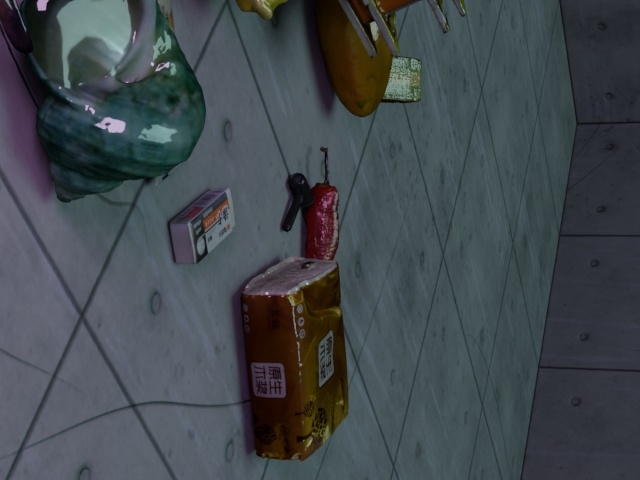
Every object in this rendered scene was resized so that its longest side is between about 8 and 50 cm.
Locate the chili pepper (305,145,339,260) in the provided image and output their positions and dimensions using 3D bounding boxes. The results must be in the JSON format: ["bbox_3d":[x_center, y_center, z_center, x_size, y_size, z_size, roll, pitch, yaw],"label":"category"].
[{"bbox_3d":[0.000,0.000,1.840,0.050,0.059,0.268,3,90,-32],"label":"chili pepper"}]

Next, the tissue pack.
[{"bbox_3d":[-0.032,0.148,1.684,0.183,0.092,0.226,-38,128,-66],"label":"tissue pack"}]

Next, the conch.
[{"bbox_3d":[-0.195,-0.134,1.170,0.196,0.134,0.202,14,81,-28],"label":"conch"}]

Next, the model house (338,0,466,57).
[{"bbox_3d":[0.081,-0.409,1.623,0.313,0.242,0.357,69,15,10],"label":"model house"}]

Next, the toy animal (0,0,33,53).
[{"bbox_3d":[-0.318,-0.207,0.872,0.324,0.090,0.195,-26,121,-58],"label":"toy animal"}]

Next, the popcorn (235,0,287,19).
[{"bbox_3d":[-0.077,-0.332,1.453,0.142,0.173,0.174,-47,135,-48],"label":"popcorn"}]

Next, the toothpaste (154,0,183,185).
[{"bbox_3d":[-0.173,-0.214,1.343,0.056,0.058,0.314,40,-40,56],"label":"toothpaste"}]

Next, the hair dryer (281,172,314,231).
[{"bbox_3d":[-0.037,-0.047,1.771,0.083,0.026,0.047,-67,149,-32],"label":"hair dryer"}]

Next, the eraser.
[{"bbox_3d":[-0.133,-0.018,1.484,0.122,0.029,0.052,-47,134,-61],"label":"eraser"}]

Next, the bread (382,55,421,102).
[{"bbox_3d":[0.101,-0.258,2.059,0.139,0.084,0.074,-1,92,-70],"label":"bread"}]

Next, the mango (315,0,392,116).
[{"bbox_3d":[0.050,-0.289,1.884,0.147,0.109,0.227,-111,-165,-76],"label":"mango"}]
